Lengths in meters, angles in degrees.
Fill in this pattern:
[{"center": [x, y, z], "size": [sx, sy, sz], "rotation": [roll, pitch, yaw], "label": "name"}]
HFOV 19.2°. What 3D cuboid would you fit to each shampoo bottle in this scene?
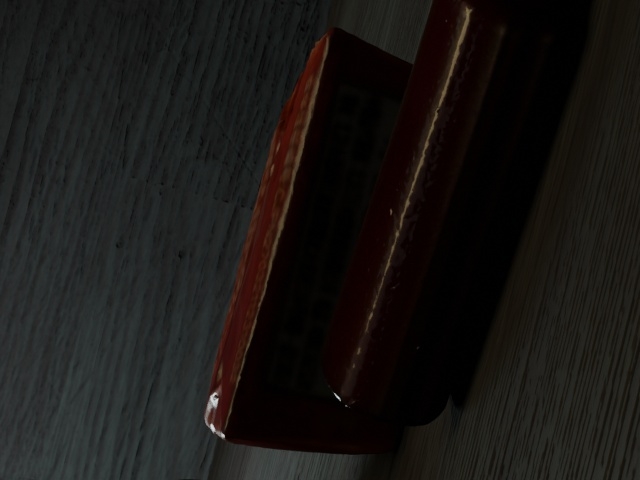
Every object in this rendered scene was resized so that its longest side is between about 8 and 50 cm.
[{"center": [0.065, -0.050, 0.868], "size": [0.102, 0.064, 0.260], "rotation": [-85, 11, -68], "label": "shampoo bottle"}]

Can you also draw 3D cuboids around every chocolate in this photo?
[{"center": [0.007, 0.015, 1.136], "size": [0.235, 0.108, 0.237], "rotation": [134, 152, -82], "label": "chocolate"}]

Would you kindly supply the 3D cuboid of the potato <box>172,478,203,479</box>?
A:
[{"center": [-0.095, 0.241, 1.186], "size": [0.148, 0.186, 0.253], "rotation": [66, 165, -11], "label": "potato"}]
